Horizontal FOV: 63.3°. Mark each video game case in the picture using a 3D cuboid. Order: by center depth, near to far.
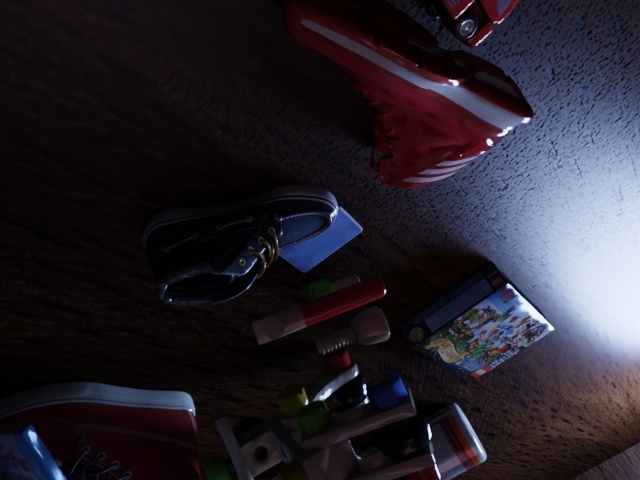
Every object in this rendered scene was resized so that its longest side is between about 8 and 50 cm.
[{"bbox_3d":[-0.336,0.237,0.535,0.166,0.015,0.119,-7,115,20],"label":"video game case"}]

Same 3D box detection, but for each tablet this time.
[{"bbox_3d":[0.000,0.000,0.552,0.083,0.006,0.054,-37,139,12],"label":"tablet"}]

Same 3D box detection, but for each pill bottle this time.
[{"bbox_3d":[0.202,0.426,1.028,0.221,0.121,0.121,-31,140,7],"label":"pill bottle"}]

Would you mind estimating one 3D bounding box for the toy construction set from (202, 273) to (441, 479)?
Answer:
[{"bbox_3d":[-0.025,0.202,0.585,0.237,0.257,0.309,-18,117,-15],"label":"toy construction set"}]

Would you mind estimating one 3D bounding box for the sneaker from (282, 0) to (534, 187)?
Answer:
[{"bbox_3d":[0.051,-0.100,0.411,0.221,0.087,0.128,18,134,-25],"label":"sneaker"}]

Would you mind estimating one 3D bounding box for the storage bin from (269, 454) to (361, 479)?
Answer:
[{"bbox_3d":[-0.008,0.563,1.070,0.260,0.123,0.262,-28,140,5],"label":"storage bin"}]

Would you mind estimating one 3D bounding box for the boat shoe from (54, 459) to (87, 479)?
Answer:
[{"bbox_3d":[-0.363,0.351,0.679,0.302,0.091,0.114,-27,140,2],"label":"boat shoe"}]

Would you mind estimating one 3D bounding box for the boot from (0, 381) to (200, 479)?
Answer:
[{"bbox_3d":[-0.242,0.256,0.574,0.244,0.176,0.088,15,128,-36],"label":"boot"}]

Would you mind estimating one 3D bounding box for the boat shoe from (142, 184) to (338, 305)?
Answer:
[{"bbox_3d":[-0.061,0.007,0.467,0.183,0.083,0.065,-12,139,-15],"label":"boat shoe"}]

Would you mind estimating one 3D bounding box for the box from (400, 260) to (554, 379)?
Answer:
[{"bbox_3d":[0.247,0.133,0.793,0.159,0.044,0.233,-40,138,16],"label":"box"}]

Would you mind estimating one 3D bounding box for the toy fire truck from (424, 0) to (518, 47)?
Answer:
[{"bbox_3d":[0.097,-0.229,0.322,0.135,0.047,0.192,-42,138,17],"label":"toy fire truck"}]
